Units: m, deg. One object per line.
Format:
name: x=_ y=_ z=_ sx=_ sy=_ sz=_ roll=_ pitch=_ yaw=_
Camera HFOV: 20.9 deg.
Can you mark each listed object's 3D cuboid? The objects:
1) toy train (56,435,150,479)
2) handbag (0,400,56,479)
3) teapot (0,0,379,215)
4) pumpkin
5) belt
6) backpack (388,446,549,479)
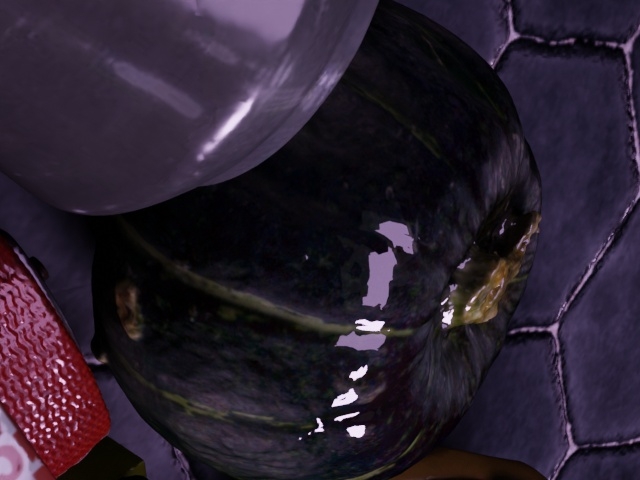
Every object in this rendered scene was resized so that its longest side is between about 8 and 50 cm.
toy train: x=-0.140 y=0.237 z=1.165 sx=0.090 sy=0.137 sz=0.226 roll=-29 pitch=131 yaw=-37
handbag: x=-0.225 y=0.115 z=0.852 sx=0.171 sy=0.151 sz=0.298 roll=-39 pitch=94 yaw=-14
teapot: x=-0.167 y=-0.223 z=0.842 sx=0.361 sy=0.305 sz=0.376 roll=19 pitch=67 yaw=-40
pumpkin: x=0.000 y=0.000 z=1.090 sx=0.323 sy=0.241 sz=0.323 roll=-45 pitch=148 yaw=-38
belt: x=-0.204 y=0.067 z=1.027 sx=0.124 sy=0.128 sz=0.201 roll=-40 pitch=131 yaw=-22
backpack: x=0.070 y=0.336 z=1.332 sx=0.353 sy=0.201 sz=0.378 roll=-6 pitch=113 yaw=-21
